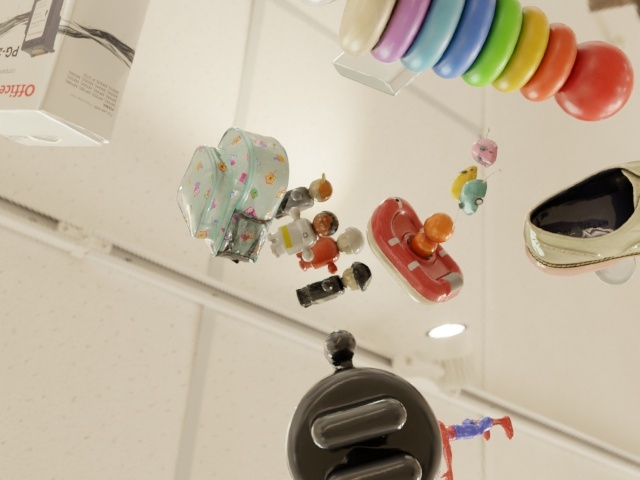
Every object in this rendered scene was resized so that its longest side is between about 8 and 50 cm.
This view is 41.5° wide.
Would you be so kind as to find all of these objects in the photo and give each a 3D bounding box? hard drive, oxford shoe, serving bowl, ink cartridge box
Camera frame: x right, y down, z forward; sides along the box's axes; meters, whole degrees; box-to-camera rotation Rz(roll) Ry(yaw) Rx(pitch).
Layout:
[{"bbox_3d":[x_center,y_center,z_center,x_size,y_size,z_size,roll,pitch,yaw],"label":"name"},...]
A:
[{"bbox_3d":[0.217,-0.464,1.836,0.353,0.233,0.047,-42,-54,-9],"label":"hard drive"},{"bbox_3d":[0.470,-0.054,1.149,0.146,0.396,0.141,41,-151,-64],"label":"oxford shoe"},{"bbox_3d":[0.542,0.040,1.549,0.027,0.083,0.083,-11,-101,-44],"label":"serving bowl"},{"bbox_3d":[-0.297,-0.235,0.963,0.100,0.171,0.237,26,-106,-50],"label":"ink cartridge box"}]

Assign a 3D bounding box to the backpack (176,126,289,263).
[{"bbox_3d":[-0.134,-0.082,1.322,0.144,0.188,0.166,20,-155,-33],"label":"backpack"}]

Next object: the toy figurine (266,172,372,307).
[{"bbox_3d":[0.000,0.000,1.626,0.213,0.148,0.210,-91,-22,-60],"label":"toy figurine"}]

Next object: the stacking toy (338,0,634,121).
[{"bbox_3d":[0.194,-0.220,0.920,0.330,0.141,0.141,18,-123,-10],"label":"stacking toy"}]

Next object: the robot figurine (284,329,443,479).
[{"bbox_3d":[0.049,0.228,0.965,0.173,0.278,0.209,24,-98,4],"label":"robot figurine"}]

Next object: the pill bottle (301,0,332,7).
[{"bbox_3d":[-0.005,-0.533,1.279,0.181,0.181,0.323,-38,-72,-45],"label":"pill bottle"}]

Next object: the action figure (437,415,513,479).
[{"bbox_3d":[0.264,0.409,1.633,0.280,0.091,0.139,11,-111,-40],"label":"action figure"}]

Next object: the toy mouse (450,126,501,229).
[{"bbox_3d":[0.226,-0.097,1.233,0.031,0.143,0.161,19,-93,-7],"label":"toy mouse"}]

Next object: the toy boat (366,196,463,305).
[{"bbox_3d":[0.201,0.002,1.635,0.231,0.151,0.151,50,-144,15],"label":"toy boat"}]
